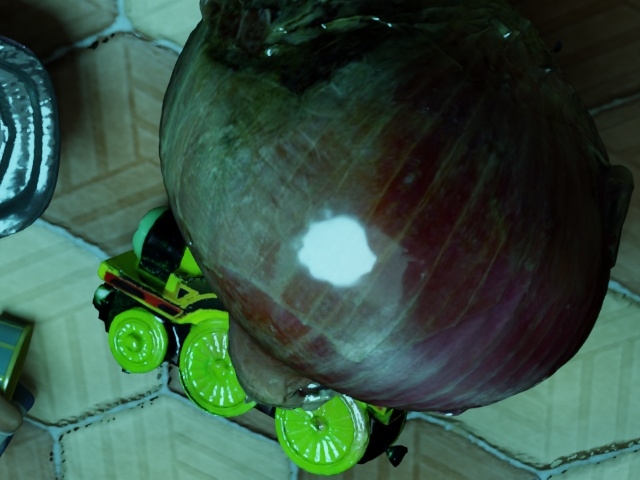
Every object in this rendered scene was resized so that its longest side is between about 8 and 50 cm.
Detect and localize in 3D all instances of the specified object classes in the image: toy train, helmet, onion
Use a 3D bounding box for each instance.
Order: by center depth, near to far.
[{"bbox_3d":[0.051,-0.048,1.207,0.353,0.354,0.354,4,128,6],"label":"onion"},{"bbox_3d":[-0.333,-0.096,1.369,0.253,0.154,0.198,-3,109,-12],"label":"helmet"},{"bbox_3d":[-0.047,0.072,1.429,0.296,0.100,0.160,26,110,18],"label":"toy train"}]

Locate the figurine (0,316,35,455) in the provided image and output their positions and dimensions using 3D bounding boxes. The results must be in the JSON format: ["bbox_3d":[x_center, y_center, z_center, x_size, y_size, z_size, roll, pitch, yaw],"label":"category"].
[{"bbox_3d":[-0.388,0.116,1.550,0.275,0.161,0.158,17,88,-7],"label":"figurine"}]
